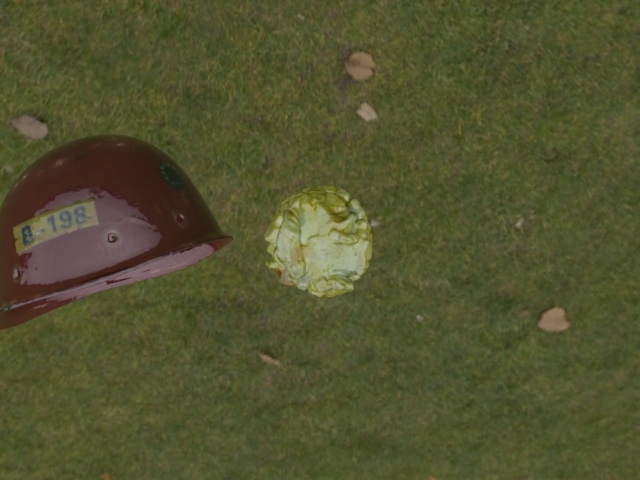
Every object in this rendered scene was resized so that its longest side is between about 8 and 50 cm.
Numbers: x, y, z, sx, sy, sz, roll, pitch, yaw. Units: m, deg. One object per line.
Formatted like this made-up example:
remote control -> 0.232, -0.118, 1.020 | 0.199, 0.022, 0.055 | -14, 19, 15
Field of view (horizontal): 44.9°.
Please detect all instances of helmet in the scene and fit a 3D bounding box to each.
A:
helmet -> -0.343, -0.033, 1.161 | 0.384, 0.337, 0.230 | -19, 89, 14

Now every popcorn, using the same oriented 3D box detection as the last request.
popcorn -> 0.000, 0.000, 0.972 | 0.141, 0.136, 0.162 | 15, 163, 24
